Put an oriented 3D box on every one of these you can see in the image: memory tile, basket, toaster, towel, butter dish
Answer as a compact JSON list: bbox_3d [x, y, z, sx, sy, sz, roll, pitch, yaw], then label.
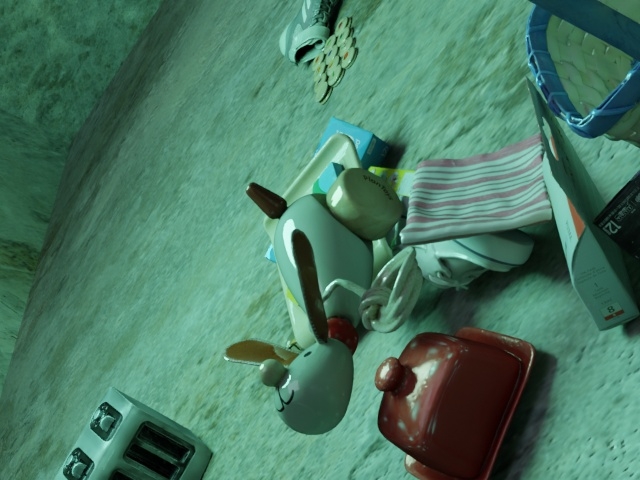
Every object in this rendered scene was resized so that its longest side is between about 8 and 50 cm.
[{"bbox_3d":[0.020,-0.294,1.983,0.113,0.012,0.148,-53,24,28],"label":"memory tile"},{"bbox_3d":[0.235,-0.205,0.994,0.201,0.289,0.255,-58,24,29],"label":"basket"},{"bbox_3d":[-0.265,0.330,1.753,0.168,0.185,0.110,-59,23,-7],"label":"toaster"},{"bbox_3d":[0.154,-0.051,1.193,0.144,0.029,0.197,-11,21,14],"label":"towel"},{"bbox_3d":[0.105,0.145,1.149,0.160,0.118,0.160,-66,22,-6],"label":"butter dish"}]

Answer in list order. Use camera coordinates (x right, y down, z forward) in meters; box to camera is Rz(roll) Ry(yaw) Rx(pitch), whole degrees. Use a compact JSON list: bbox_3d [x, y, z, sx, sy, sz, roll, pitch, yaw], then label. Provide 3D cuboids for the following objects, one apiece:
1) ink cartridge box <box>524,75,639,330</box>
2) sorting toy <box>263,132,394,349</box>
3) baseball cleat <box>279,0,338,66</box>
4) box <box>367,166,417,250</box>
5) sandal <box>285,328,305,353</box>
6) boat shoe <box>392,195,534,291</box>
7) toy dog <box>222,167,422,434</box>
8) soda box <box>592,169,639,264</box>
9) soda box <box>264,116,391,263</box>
[{"bbox_3d":[0.206,-0.030,1.030,0.045,0.179,0.145,-27,36,21],"label":"ink cartridge box"},{"bbox_3d":[0.000,0.000,1.495,0.193,0.038,0.208,-49,45,35],"label":"sorting toy"},{"bbox_3d":[0.005,-0.390,2.075,0.206,0.072,0.109,-62,35,20],"label":"baseball cleat"},{"bbox_3d":[0.083,-0.035,1.509,0.105,0.043,0.179,-66,24,-3],"label":"box"},{"bbox_3d":[-0.018,0.150,1.526,0.072,0.049,0.180,-59,22,15],"label":"sandal"},{"bbox_3d":[0.143,0.012,1.272,0.258,0.095,0.084,-148,72,-75],"label":"boat shoe"},{"bbox_3d":[-0.022,0.037,1.263,0.220,0.161,0.334,-61,11,16],"label":"toy dog"},{"bbox_3d":[0.288,-0.056,0.927,0.169,0.060,0.053,-52,-6,39],"label":"soda box"},{"bbox_3d":[0.010,-0.052,1.623,0.071,0.067,0.210,26,90,28],"label":"soda box"}]
